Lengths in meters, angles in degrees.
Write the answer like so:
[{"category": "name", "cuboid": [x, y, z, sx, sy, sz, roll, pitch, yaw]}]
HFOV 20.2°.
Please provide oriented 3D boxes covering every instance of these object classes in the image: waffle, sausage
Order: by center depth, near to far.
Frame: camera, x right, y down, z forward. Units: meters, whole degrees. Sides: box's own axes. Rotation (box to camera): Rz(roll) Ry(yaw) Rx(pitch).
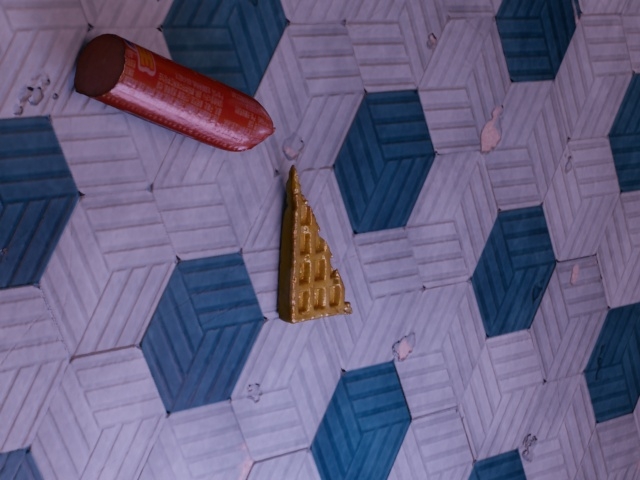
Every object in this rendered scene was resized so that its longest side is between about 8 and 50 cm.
[{"category": "sausage", "cuboid": [-0.142, -0.148, 1.929, 0.274, 0.074, 0.074, 21, 83, -48]}, {"category": "waffle", "cuboid": [0.000, 0.000, 2.149, 0.125, 0.032, 0.191, -6, 105, -45]}]
